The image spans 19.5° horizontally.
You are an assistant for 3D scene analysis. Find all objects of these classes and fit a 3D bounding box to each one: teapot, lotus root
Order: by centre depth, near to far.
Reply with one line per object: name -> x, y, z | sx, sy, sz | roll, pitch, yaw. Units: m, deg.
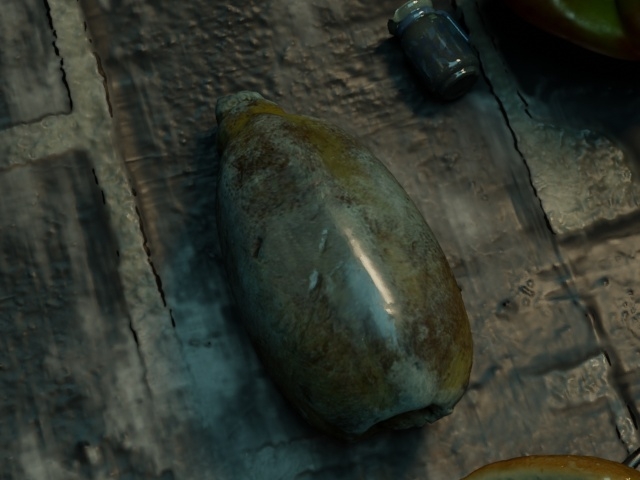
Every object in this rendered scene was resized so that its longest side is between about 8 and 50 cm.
lotus root -> 0.000, 0.000, 1.400 | 0.158, 0.140, 0.322 | -21, 66, -13
teapot -> 0.100, -0.161, 1.530 | 0.063, 0.049, 0.083 | -27, 70, -15

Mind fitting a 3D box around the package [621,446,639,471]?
package -> 0.319, 0.239, 1.360 | 0.204, 0.062, 0.251 | -37, 77, -18

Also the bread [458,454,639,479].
bread -> 0.172, 0.259, 1.289 | 0.236, 0.070, 0.236 | -4, 78, 18

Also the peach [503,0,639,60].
peach -> 0.263, -0.282, 1.512 | 0.245, 0.248, 0.275 | 44, 50, -22
